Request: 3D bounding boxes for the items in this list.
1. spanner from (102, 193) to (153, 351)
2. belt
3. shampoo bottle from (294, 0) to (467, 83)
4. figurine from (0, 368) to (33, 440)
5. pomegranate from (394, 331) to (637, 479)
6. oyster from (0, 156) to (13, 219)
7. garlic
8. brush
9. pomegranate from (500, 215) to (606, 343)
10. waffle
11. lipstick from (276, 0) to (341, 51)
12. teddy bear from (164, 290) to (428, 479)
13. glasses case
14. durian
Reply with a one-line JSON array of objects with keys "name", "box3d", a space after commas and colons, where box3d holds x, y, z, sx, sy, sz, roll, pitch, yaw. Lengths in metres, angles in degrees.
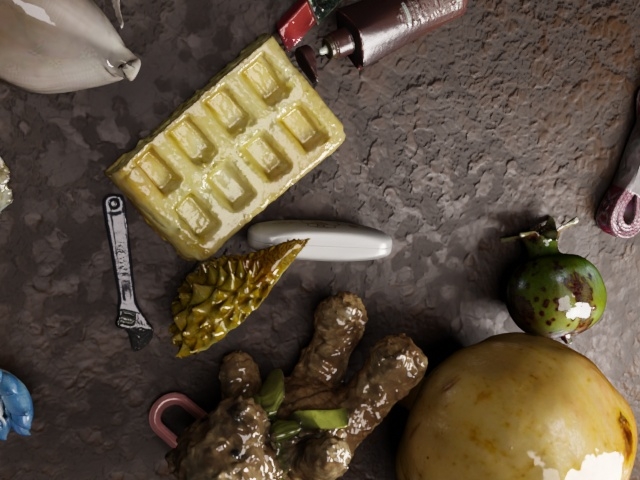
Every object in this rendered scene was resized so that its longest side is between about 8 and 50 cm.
[{"name": "spanner", "box3d": [-0.245, 0.043, 0.972, 0.046, 0.012, 0.208, -9, 104, -16]}, {"name": "belt", "box3d": [0.480, -0.116, 1.150, 0.071, 0.053, 0.232, 15, 97, -13]}, {"name": "shampoo bottle", "box3d": [0.077, -0.268, 0.966, 0.236, 0.068, 0.067, -27, 149, -16]}, {"name": "figurine", "box3d": [-0.388, 0.201, 0.924, 0.114, 0.079, 0.114, 3, 113, 6]}, {"name": "pomegranate", "box3d": [0.241, 0.274, 1.036, 0.343, 0.342, 0.342, -4, 103, -17]}, {"name": "oyster", "box3d": [-0.433, -0.046, 0.872, 0.166, 0.053, 0.108, -24, 119, -19]}, {"name": "garlic", "box3d": [-0.310, -0.279, 0.762, 0.340, 0.246, 0.231, 20, 84, -6]}, {"name": "brush", "box3d": [-0.138, 0.292, 1.044, 0.103, 0.047, 0.233, -46, 109, -6]}, {"name": "pomegranate", "box3d": [0.331, 0.060, 1.099, 0.148, 0.148, 0.169, -18, 100, -14]}, {"name": "waffle", "box3d": [-0.111, -0.111, 0.956, 0.274, 0.057, 0.168, -41, 111, -6]}, {"name": "lipstick", "box3d": [0.052, -0.360, 0.959, 0.312, 0.051, 0.051, -45, 113, -2]}, {"name": "teddy bear", "box3d": [-0.043, 0.203, 0.961, 0.222, 0.246, 0.296, 21, 101, -52]}, {"name": "glasses case", "box3d": [0.000, 0.000, 1.008, 0.193, 0.074, 0.049, 4, 101, -18]}, {"name": "durian", "box3d": [-0.111, 0.051, 0.933, 0.224, 0.140, 0.078, -40, 99, 10]}]
